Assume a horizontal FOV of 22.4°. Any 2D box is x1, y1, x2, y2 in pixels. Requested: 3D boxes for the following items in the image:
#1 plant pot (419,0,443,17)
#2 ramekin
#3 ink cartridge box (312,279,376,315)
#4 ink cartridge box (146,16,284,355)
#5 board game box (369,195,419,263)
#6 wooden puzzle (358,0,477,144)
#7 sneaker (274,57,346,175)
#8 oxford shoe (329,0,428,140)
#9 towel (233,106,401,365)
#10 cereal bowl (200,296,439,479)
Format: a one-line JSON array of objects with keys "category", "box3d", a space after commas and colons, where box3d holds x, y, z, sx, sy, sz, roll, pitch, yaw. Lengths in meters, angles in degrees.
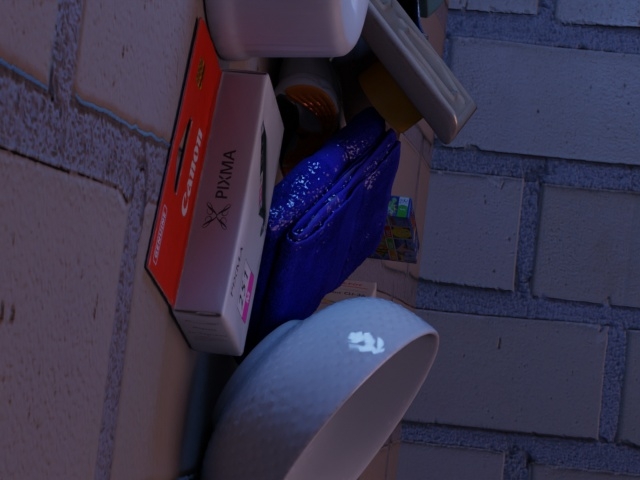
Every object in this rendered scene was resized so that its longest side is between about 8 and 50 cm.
[{"category": "plant pot", "box3d": [0.150, -0.483, 2.576, 0.165, 0.165, 0.234, 81, 26, -58]}, {"category": "ramekin", "box3d": [-0.023, -0.320, 1.683, 0.277, 0.135, 0.277, 6, 90, -81]}, {"category": "ink cartridge box", "box3d": [0.013, 0.106, 2.226, 0.198, 0.115, 0.067, -67, 161, -63]}, {"category": "ink cartridge box", "box3d": [-0.100, -0.051, 1.633, 0.239, 0.060, 0.275, 76, 22, -67]}, {"category": "board game box", "box3d": [0.078, -0.021, 2.473, 0.201, 0.136, 0.035, 73, 25, -69]}, {"category": "wooden puzzle", "box3d": [0.065, -0.259, 2.025, 0.322, 0.080, 0.348, 52, 12, -3]}, {"category": "sneaker", "box3d": [-0.003, -0.166, 2.040, 0.262, 0.099, 0.121, 83, 9, -63]}, {"category": "oxford shoe", "box3d": [0.076, -0.237, 2.232, 0.133, 0.130, 0.364, -45, -148, 43]}, {"category": "towel", "box3d": [0.000, 0.000, 1.917, 0.308, 0.076, 0.228, -44, 149, -49]}, {"category": "cereal bowl", "box3d": [-0.021, 0.195, 1.828, 0.339, 0.141, 0.339, -46, 161, -21]}]
